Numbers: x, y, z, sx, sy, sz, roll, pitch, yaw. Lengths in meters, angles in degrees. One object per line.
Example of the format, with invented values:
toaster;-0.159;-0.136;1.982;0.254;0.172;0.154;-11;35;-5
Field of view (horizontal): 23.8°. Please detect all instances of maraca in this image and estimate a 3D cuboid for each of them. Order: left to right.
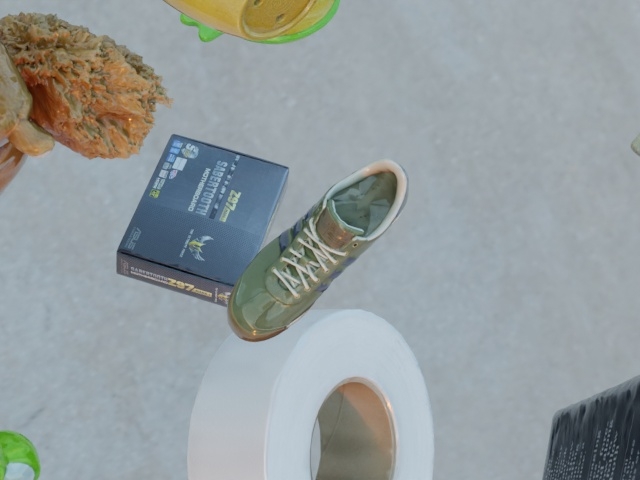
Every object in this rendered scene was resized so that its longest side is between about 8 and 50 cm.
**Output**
maraca;-0.069;-0.278;1.734;0.099;0.185;0.127;78;8;-62

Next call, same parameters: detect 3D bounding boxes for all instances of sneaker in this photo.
sneaker;0.000;0.000;1.230;0.192;0.086;0.064;-42;82;-17

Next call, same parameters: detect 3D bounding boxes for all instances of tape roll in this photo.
tape roll;-0.003;0.210;1.506;0.286;0.100;0.286;5;83;-53

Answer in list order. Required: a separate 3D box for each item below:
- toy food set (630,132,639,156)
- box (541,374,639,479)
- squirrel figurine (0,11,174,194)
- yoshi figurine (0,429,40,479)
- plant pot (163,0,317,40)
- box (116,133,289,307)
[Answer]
toy food set;0.356;-0.059;1.203;0.192;0.038;0.132;39;70;6
box;0.284;0.216;0.880;0.293;0.395;0.212;12;80;3
squirrel figurine;-0.376;-0.165;1.690;0.397;0.370;0.281;-25;91;-27
yoshi figurine;-0.320;0.224;1.154;0.362;0.203;0.203;5;88;-62
plant pot;-0.052;-0.192;1.036;0.134;0.134;0.095;-2;47;-49
box;-0.163;-0.029;2.141;0.183;0.059;0.233;18;54;5
